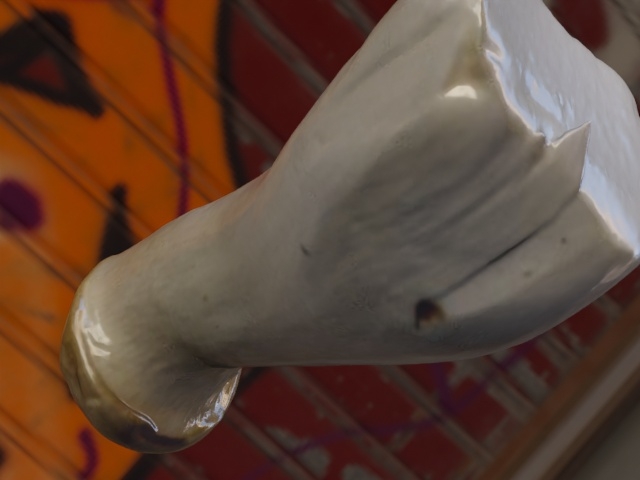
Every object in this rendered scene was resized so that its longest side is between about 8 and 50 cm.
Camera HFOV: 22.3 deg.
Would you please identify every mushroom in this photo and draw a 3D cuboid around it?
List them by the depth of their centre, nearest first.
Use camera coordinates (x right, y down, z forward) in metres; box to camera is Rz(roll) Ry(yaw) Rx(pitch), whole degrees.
[{"bbox_3d":[0.000,0.000,0.731,0.329,0.122,0.159,-27,-74,39],"label":"mushroom"}]
